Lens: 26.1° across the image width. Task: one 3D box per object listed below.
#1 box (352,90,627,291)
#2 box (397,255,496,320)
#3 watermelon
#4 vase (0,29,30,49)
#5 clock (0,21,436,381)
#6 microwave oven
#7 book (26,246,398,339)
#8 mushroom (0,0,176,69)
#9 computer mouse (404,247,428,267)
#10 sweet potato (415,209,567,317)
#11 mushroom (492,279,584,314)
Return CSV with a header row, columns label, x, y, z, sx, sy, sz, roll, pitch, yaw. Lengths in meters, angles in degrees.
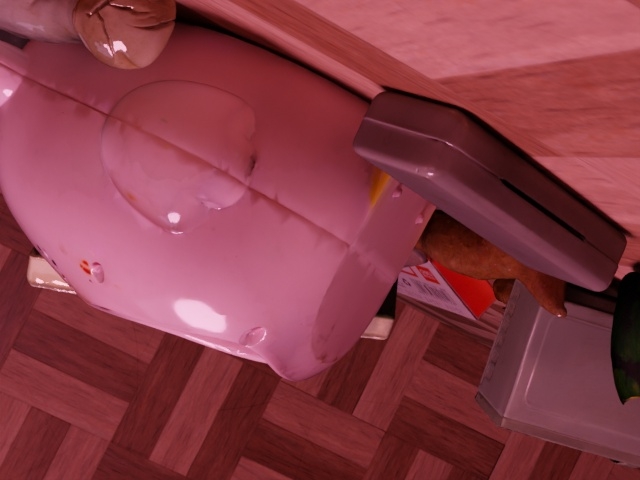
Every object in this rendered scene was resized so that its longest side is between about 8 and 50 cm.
label,x,y,z,sx,sy,sz,roll,pitch,yaw
box,0.135,-0.035,1.066,0.243,0.055,0.103,29,175,-42
box,0.123,0.029,1.823,0.123,0.050,0.229,50,163,-29
watermelon,0.325,0.090,1.235,0.129,0.123,0.301,3,172,15
vase,-0.355,-0.112,1.354,0.173,0.321,0.173,27,176,2
clock,-0.116,-0.040,1.220,0.376,0.250,0.368,25,176,18
microwave oven,0.284,0.138,1.427,0.205,0.163,0.129,18,-176,-9
book,-0.098,-0.004,1.473,0.371,0.043,0.260,10,-149,1
mushroom,-0.194,-0.185,1.080,0.223,0.081,0.092,23,180,40
computer mouse,0.014,-0.018,1.724,0.199,0.115,0.389,25,179,-35
sweet potato,0.176,0.014,1.397,0.067,0.059,0.281,-20,-161,-25
mushroom,0.252,0.076,1.539,0.127,0.087,0.127,26,-179,0
